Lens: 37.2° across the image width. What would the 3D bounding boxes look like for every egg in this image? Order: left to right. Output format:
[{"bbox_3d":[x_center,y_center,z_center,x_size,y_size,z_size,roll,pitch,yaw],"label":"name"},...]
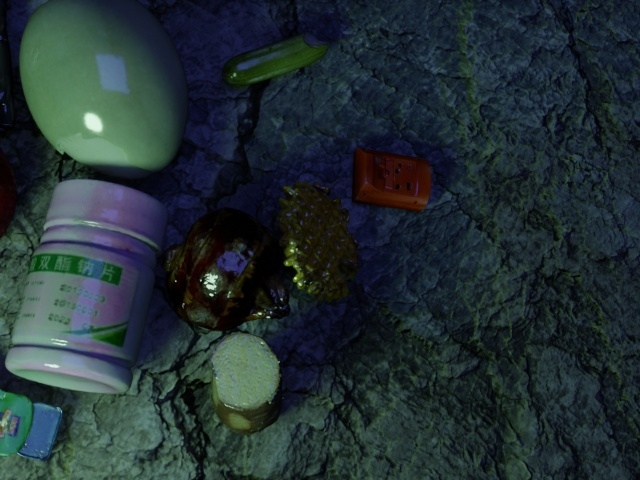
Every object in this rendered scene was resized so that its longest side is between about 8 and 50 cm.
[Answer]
[{"bbox_3d":[-0.373,-0.263,1.676,0.278,0.278,0.336,-17,80,-21],"label":"egg"}]

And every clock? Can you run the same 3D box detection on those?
[{"bbox_3d":[0.145,-0.125,1.917,0.155,0.061,0.113,8,72,-17],"label":"clock"}]

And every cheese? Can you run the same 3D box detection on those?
[{"bbox_3d":[-0.589,0.279,1.558,0.320,0.083,0.204,17,71,-12],"label":"cheese"}]

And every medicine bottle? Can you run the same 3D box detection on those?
[{"bbox_3d":[-0.389,0.081,1.609,0.212,0.212,0.325,15,72,-13],"label":"medicine bottle"}]

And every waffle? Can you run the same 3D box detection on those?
[{"bbox_3d":[0.000,0.000,1.780,0.229,0.051,0.231,12,65,-52],"label":"waffle"}]

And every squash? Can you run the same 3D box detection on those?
[{"bbox_3d":[-0.087,-0.364,1.905,0.239,0.069,0.069,-22,82,-21],"label":"squash"}]

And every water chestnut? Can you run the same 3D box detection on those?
[{"bbox_3d":[-0.153,0.059,1.685,0.238,0.223,0.223,30,68,7],"label":"water chestnut"}]

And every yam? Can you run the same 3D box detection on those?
[{"bbox_3d":[-0.127,0.253,1.637,0.128,0.238,0.129,17,68,4],"label":"yam"}]

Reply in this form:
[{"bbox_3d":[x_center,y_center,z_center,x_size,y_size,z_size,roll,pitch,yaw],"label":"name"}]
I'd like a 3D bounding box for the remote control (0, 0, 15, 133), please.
[{"bbox_3d":[-0.629,-0.373,1.735,0.145,0.062,0.398,-7,76,-5],"label":"remote control"}]

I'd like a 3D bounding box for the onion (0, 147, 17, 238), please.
[{"bbox_3d":[-0.631,-0.076,1.610,0.248,0.161,0.248,-5,98,-40],"label":"onion"}]
